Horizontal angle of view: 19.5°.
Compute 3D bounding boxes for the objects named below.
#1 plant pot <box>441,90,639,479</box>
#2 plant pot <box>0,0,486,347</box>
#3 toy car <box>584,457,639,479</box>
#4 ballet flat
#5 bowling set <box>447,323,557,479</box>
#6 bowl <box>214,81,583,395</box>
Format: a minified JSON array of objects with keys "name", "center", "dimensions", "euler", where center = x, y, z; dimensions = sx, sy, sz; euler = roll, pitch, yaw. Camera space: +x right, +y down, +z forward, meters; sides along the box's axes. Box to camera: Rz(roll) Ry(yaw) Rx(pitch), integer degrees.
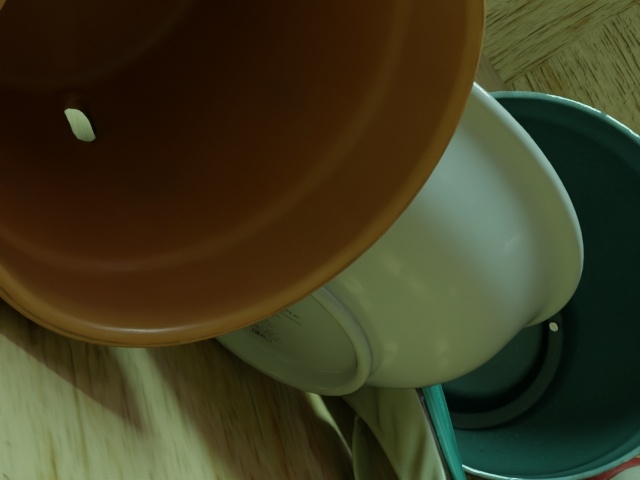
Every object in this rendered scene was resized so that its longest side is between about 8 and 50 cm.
[{"name":"plant pot","center":[0.134,0.053,1.445],"dimensions":[0.293,0.293,0.196],"euler":[59,-15,6]},{"name":"plant pot","center":[-0.090,-0.119,0.951],"dimensions":[0.203,0.291,0.291],"euler":[47,1,44]},{"name":"toy car","center":[0.233,0.255,1.559],"dimensions":[0.210,0.219,0.238],"euler":[51,-16,-25]},{"name":"ballet flat","center":[0.073,0.188,1.242],"dimensions":[0.086,0.086,0.248],"euler":[38,28,-58]},{"name":"bowling set","center":[0.139,0.076,1.658],"dimensions":[0.200,0.287,0.154],"euler":[7,-42,46]},{"name":"bowl","center":[0.000,0.000,1.144],"dimensions":[0.298,0.134,0.298],"euler":[27,-29,17]}]
